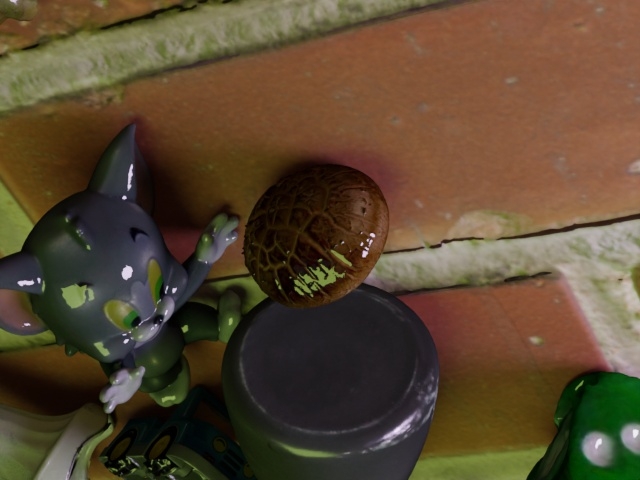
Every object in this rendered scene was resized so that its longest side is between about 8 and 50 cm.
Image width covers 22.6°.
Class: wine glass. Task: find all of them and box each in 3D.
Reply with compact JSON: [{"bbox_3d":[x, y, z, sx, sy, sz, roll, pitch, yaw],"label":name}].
[{"bbox_3d":[-0.313,0.189,1.522,0.196,0.165,0.165,31,138,4],"label":"wine glass"}]

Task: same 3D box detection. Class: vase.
[{"bbox_3d":[0.010,0.195,1.374,0.173,0.173,0.321,13,141,12],"label":"vase"}]

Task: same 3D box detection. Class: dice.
[{"bbox_3d":[0.235,0.193,1.289,0.120,0.128,0.131,22,137,1],"label":"dice"}]

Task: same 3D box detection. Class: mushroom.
[{"bbox_3d":[-0.005,-0.006,1.220,0.126,0.109,0.085,-30,112,24],"label":"mushroom"}]

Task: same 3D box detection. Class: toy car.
[{"bbox_3d":[-0.120,0.198,1.486,0.097,0.100,0.191,43,154,-20],"label":"toy car"}]

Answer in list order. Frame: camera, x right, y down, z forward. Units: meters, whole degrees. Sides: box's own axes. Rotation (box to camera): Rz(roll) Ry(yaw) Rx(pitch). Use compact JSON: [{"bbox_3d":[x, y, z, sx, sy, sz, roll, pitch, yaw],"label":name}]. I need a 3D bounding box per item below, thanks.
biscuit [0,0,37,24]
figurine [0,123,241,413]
[{"bbox_3d":[-0.226,-0.221,1.067,0.273,0.187,0.036,-46,62,48],"label":"biscuit"},{"bbox_3d":[-0.151,0.040,1.317,0.140,0.193,0.265,39,171,18],"label":"figurine"}]
